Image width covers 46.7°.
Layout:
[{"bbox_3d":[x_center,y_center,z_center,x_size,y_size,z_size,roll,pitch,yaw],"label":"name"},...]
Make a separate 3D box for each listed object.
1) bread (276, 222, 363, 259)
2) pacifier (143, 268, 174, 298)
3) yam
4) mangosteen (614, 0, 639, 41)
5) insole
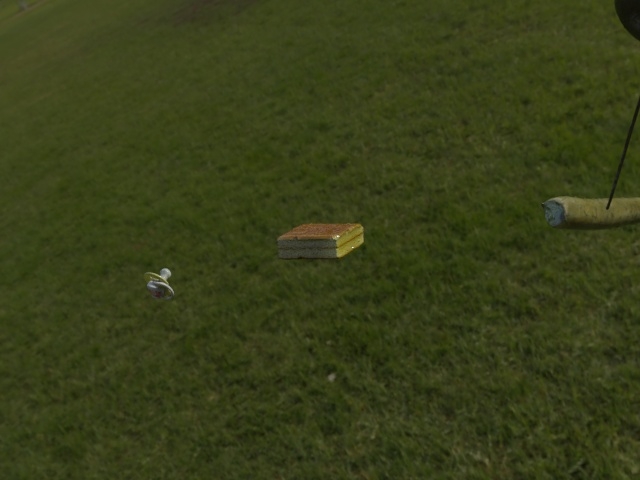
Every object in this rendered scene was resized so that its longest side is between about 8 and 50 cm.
[{"bbox_3d":[0.000,0.000,1.015,0.095,0.035,0.090,0,14,28],"label":"bread"},{"bbox_3d":[-0.326,0.085,1.532,0.068,0.083,0.064,11,51,17],"label":"pacifier"},{"bbox_3d":[0.624,-0.061,1.658,0.372,0.083,0.083,-2,8,-39],"label":"yam"},{"bbox_3d":[0.577,-0.438,1.151,0.288,0.287,0.233,-26,48,3],"label":"mangosteen"},{"bbox_3d":[0.444,-0.189,1.036,0.007,0.327,0.111,17,35,21],"label":"insole"}]
